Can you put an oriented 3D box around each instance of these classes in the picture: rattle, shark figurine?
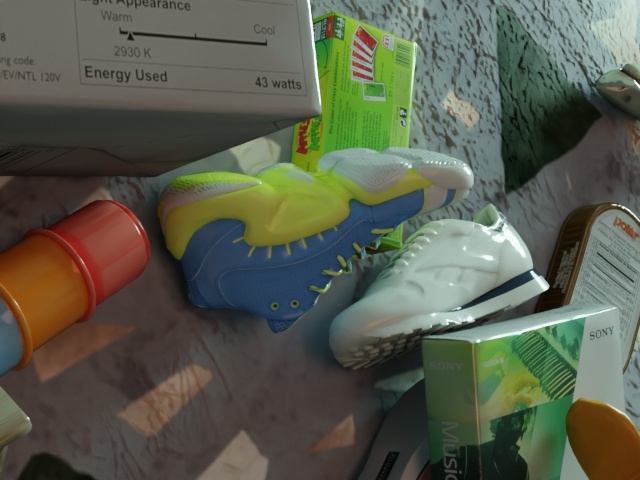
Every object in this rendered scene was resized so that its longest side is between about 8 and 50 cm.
[{"bbox_3d":[0.293,0.200,1.322,0.200,0.130,0.143,-14,52,-46],"label":"rattle"},{"bbox_3d":[0.405,-0.097,1.525,0.166,0.278,0.116,-42,152,-65],"label":"shark figurine"}]

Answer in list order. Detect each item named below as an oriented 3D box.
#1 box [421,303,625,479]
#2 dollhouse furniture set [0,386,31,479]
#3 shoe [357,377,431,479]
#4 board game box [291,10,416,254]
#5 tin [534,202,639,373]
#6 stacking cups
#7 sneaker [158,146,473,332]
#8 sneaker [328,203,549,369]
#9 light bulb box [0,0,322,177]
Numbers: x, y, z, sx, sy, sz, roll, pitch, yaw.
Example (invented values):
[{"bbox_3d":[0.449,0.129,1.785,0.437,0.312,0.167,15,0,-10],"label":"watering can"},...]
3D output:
[{"bbox_3d":[0.181,0.224,1.283,0.232,0.058,0.322,-8,94,-50],"label":"box"},{"bbox_3d":[-0.175,0.231,0.908,0.242,0.161,0.212,43,49,19],"label":"dollhouse furniture set"},{"bbox_3d":[0.082,0.195,1.260,0.081,0.063,0.178,55,51,-30],"label":"shoe"},{"bbox_3d":[0.026,-0.087,1.274,0.092,0.043,0.181,15,72,-35],"label":"board game box"},{"bbox_3d":[0.259,0.052,1.440,0.106,0.040,0.189,37,61,-32],"label":"tin"},{"bbox_3d":[-0.236,0.066,1.002,0.316,0.096,0.096,-36,105,-36],"label":"stacking cups"},{"bbox_3d":[0.000,0.000,1.177,0.240,0.091,0.126,-6,103,-3],"label":"sneaker"},{"bbox_3d":[0.086,0.038,1.285,0.235,0.090,0.094,-17,81,-43],"label":"sneaker"},{"bbox_3d":[-0.215,-0.236,0.992,0.358,0.225,0.361,-1,82,-38],"label":"light bulb box"}]
